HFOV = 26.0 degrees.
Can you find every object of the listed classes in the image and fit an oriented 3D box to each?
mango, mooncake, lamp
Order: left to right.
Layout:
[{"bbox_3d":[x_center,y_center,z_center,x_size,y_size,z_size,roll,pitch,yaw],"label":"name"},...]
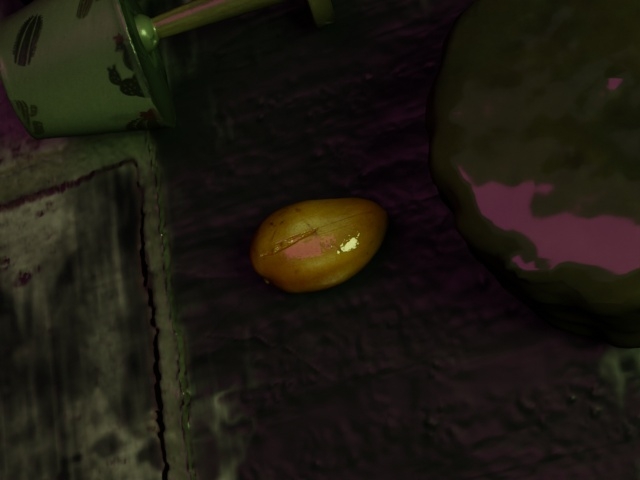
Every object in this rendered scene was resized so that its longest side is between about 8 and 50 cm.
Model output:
[{"bbox_3d":[-0.100,-0.137,0.904,0.214,0.121,0.121,-19,65,1],"label":"lamp"},{"bbox_3d":[0.000,0.000,0.850,0.089,0.046,0.060,-24,63,8],"label":"mango"},{"bbox_3d":[0.176,-0.055,0.756,0.228,0.124,0.228,-6,67,15],"label":"mooncake"}]

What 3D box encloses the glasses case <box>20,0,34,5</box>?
[{"bbox_3d":[-0.176,-0.303,1.016,0.122,0.075,0.314,-15,66,19],"label":"glasses case"}]
